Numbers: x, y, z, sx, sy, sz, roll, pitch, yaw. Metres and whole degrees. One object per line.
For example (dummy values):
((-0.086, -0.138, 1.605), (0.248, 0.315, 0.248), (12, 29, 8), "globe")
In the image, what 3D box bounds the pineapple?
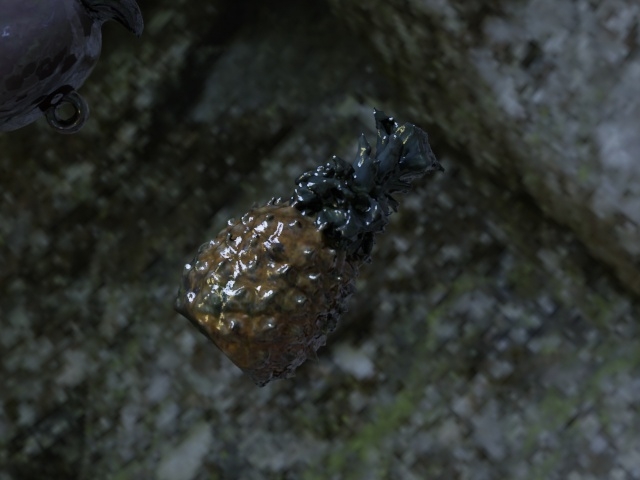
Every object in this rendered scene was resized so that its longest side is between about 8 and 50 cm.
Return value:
((0.000, 0.000, 1.125), (0.198, 0.108, 0.108), (-45, -42, -2), "pineapple")

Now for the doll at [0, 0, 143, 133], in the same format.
((-0.254, -0.184, 1.262), (0.182, 0.117, 0.257), (-38, -84, 5), "doll")
